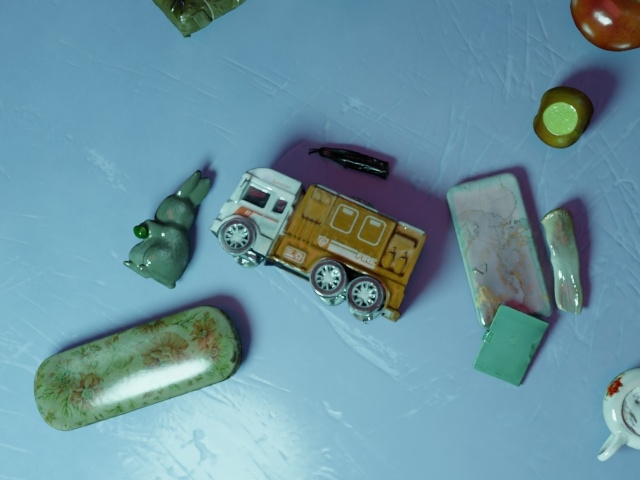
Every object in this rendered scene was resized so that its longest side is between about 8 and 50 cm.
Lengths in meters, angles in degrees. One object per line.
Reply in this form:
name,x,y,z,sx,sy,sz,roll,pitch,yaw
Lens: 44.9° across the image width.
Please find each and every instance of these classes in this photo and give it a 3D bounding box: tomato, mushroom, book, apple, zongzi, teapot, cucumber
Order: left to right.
zongzi,-0.260,-0.527,1.618,0.178,0.081,0.189,-33,65,-18
cucumber,0.058,-0.159,1.539,0.163,0.043,0.039,18,129,12
book,0.351,0.194,1.445,0.103,0.017,0.135,22,100,-4
apple,0.453,-0.233,1.458,0.102,0.099,0.114,32,115,16
mushroom,0.459,0.039,1.456,0.059,0.054,0.202,-10,88,13
tomato,0.565,-0.445,1.443,0.195,0.136,0.195,-1,84,5
teapot,0.573,0.308,1.387,0.145,0.092,0.226,40,92,13

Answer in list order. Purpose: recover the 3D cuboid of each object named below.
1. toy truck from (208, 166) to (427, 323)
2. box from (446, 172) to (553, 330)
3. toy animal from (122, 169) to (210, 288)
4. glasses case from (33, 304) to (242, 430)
toy truck,0.000,0.000,1.466,0.387,0.173,0.207,24,82,7
box,0.339,0.020,1.477,0.142,0.044,0.285,-14,83,2
toy animal,-0.299,-0.024,1.556,0.108,0.138,0.236,-3,54,46
glasses case,-0.360,0.251,1.524,0.425,0.098,0.156,-19,77,6
